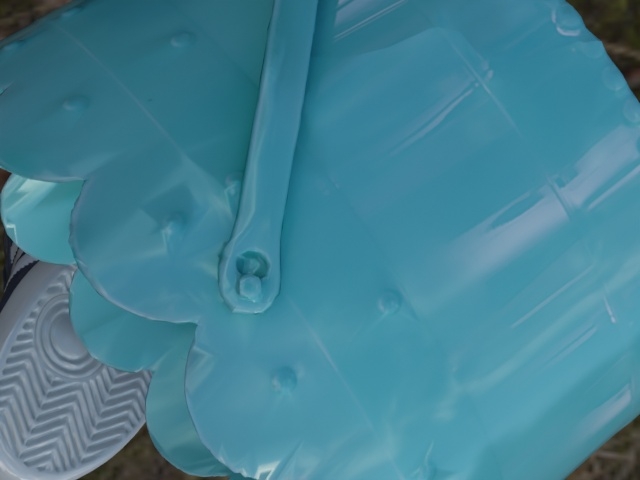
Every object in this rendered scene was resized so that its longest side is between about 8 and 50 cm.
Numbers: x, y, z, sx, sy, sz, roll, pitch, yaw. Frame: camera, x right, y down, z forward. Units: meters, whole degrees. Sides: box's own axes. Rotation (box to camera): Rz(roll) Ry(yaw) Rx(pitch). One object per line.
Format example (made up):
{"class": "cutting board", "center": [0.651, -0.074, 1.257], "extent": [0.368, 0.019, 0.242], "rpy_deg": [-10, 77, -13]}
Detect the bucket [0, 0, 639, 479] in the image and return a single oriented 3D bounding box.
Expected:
{"class": "bucket", "center": [0.000, 0.000, 0.667], "extent": [0.183, 0.281, 0.281], "rpy_deg": [-35, 116, -11]}

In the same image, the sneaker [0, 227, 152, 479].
{"class": "sneaker", "center": [-0.180, 0.040, 1.256], "extent": [0.131, 0.148, 0.350], "rpy_deg": [48, 43, -26]}
